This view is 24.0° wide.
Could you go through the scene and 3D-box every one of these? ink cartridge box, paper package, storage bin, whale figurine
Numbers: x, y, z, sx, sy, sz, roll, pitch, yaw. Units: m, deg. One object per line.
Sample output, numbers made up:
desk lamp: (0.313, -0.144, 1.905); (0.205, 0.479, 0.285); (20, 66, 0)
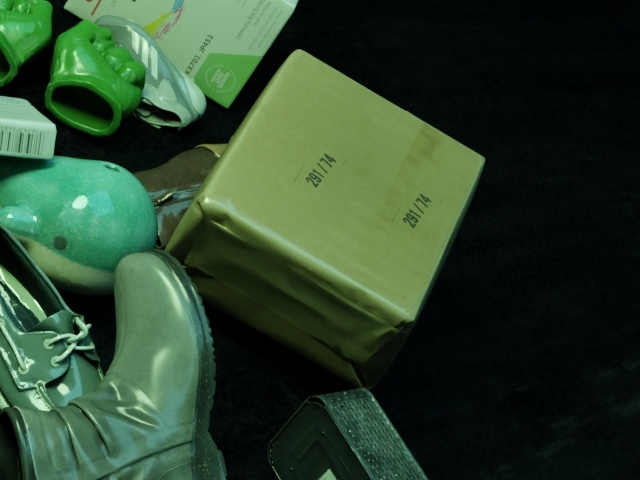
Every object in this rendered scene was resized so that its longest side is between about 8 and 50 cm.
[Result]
ink cartridge box: (-0.435, -0.141, 1.751); (0.223, 0.045, 0.224); (5, 11, -20)
ink cartridge box: (-0.225, -0.376, 2.175); (0.353, 0.207, 0.119); (31, 32, -9)
paper package: (0.009, -0.029, 1.876); (0.310, 0.168, 0.325); (30, 46, -4)
storage bin: (0.035, 0.271, 1.709); (0.084, 0.122, 0.180); (-3, 50, -46)
whale figurine: (-0.310, -0.052, 1.746); (0.272, 0.141, 0.216); (33, 18, 12)

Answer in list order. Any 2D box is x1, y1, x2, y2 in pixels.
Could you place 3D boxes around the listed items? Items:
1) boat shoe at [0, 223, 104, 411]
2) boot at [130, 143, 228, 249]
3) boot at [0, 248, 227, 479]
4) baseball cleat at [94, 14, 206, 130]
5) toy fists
boat shoe: (-0.298, 0.111, 1.604); (0.319, 0.099, 0.116); (50, 31, 15)
boot: (-0.128, -0.013, 1.967); (0.207, 0.090, 0.248); (-21, 68, -38)
boot: (-0.220, 0.165, 1.505); (0.223, 0.118, 0.338); (0, 67, -35)
baseball cleat: (-0.253, -0.235, 2.104); (0.206, 0.072, 0.109); (38, 39, 7)
toy fists: (-0.361, -0.252, 1.990); (0.279, 0.096, 0.142); (25, 34, -12)
